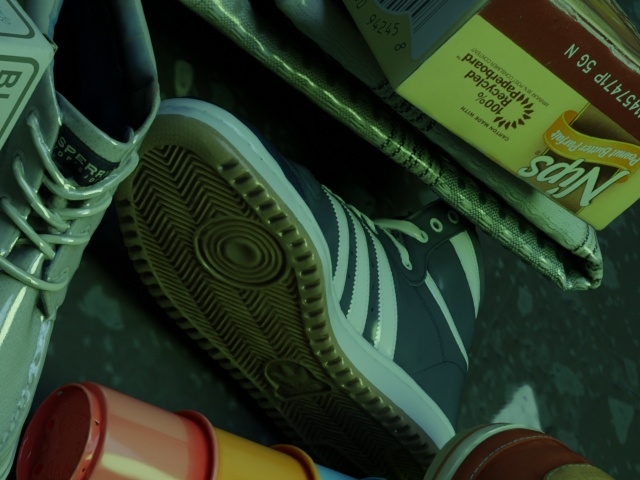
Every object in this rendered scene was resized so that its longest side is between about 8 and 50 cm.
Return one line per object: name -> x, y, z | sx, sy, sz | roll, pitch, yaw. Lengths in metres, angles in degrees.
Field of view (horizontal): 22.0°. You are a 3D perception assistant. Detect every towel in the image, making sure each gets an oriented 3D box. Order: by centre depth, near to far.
towel -> 0.025, -0.148, 0.951 | 0.324, 0.056, 0.312 | 34, 26, -32

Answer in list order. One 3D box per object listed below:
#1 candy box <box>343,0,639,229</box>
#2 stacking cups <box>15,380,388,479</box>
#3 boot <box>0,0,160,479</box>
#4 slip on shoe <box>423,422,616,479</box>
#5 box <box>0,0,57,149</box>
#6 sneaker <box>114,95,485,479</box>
candy box -> 0.063, -0.167, 0.876 | 0.183, 0.087, 0.316 | 30, 26, -44
stacking cups -> 0.002, 0.147, 0.804 | 0.316, 0.096, 0.096 | 29, 50, -37
boot -> -0.135, -0.016, 0.716 | 0.095, 0.123, 0.258 | 23, 54, -40
slip on shoe -> 0.072, 0.250, 0.756 | 0.123, 0.101, 0.331 | 19, 84, -34
box -> -0.261, -0.096, 0.593 | 0.290, 0.087, 0.169 | -2, 43, -50
sneaker -> 0.000, 0.000, 0.864 | 0.282, 0.099, 0.153 | 56, 39, -35
